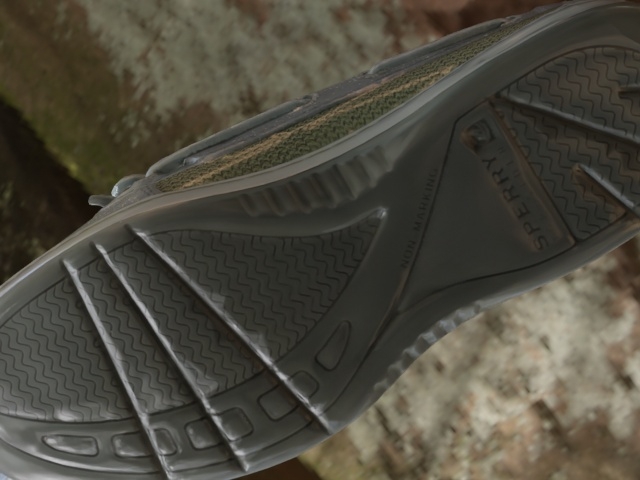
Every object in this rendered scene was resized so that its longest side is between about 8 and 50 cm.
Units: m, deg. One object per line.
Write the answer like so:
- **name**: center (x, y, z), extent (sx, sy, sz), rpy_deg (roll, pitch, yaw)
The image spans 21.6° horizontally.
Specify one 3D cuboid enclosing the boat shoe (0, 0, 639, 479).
- **boat shoe**: center (0.000, -0.003, 0.671), extent (0.118, 0.320, 0.103), rpy_deg (58, -174, -18)
